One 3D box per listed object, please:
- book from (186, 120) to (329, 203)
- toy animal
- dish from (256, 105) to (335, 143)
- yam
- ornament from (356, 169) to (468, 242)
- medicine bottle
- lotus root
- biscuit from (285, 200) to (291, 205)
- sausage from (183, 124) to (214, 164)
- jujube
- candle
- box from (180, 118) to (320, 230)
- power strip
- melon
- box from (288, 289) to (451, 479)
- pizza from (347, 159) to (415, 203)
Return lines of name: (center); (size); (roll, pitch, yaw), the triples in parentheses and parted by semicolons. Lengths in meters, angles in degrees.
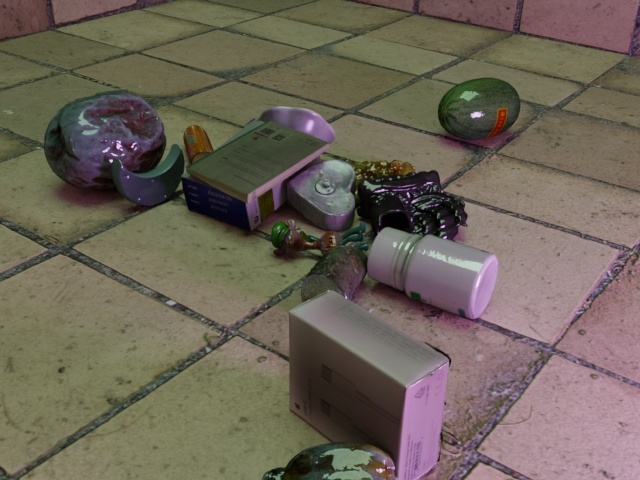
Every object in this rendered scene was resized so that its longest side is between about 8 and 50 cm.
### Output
book: (-0.145, -0.195, 1.860); (0.215, 0.025, 0.283); (27, 47, 34)
toy animal: (0.000, 0.000, 1.725); (0.209, 0.100, 0.103); (-2, 6, 11)
dish: (-0.076, -0.262, 2.112); (0.230, 0.229, 0.081); (5, 62, 5)
yam: (0.030, 0.077, 1.575); (0.107, 0.107, 0.183); (12, 28, 17)
ornament: (0.225, -0.047, 1.817); (0.251, 0.106, 0.260); (-12, 37, -19)
medicine bottle: (0.221, 0.060, 1.578); (0.237, 0.139, 0.139); (17, 33, 27)
lotus root: (0.013, 0.341, 1.111); (0.192, 0.088, 0.113); (-4, 51, 4)
biscuit: (-0.058, -0.143, 2.015); (0.184, 0.035, 0.249); (-22, 37, -29)
sausage: (-0.336, -0.259, 2.171); (0.071, 0.071, 0.234); (-7, 30, -15)
jujube: (-0.530, -0.250, 1.988); (0.308, 0.215, 0.246); (-13, 68, -47)
candle: (0.004, -0.111, 1.881); (0.169, 0.068, 0.192); (3, 49, -1)
box: (-0.163, -0.166, 1.931); (0.200, 0.106, 0.299); (19, 45, 29)
power strip: (-0.403, -0.157, 1.921); (0.044, 0.137, 0.216); (21, 29, 41)
melon: (0.479, -0.391, 2.340); (0.288, 0.182, 0.182); (-16, 34, -25)
box: (0.067, 0.222, 1.209); (0.106, 0.203, 0.252); (-24, 39, -36)
pizza: (0.127, -0.163, 2.041); (0.292, 0.058, 0.197); (-23, 38, -37)
